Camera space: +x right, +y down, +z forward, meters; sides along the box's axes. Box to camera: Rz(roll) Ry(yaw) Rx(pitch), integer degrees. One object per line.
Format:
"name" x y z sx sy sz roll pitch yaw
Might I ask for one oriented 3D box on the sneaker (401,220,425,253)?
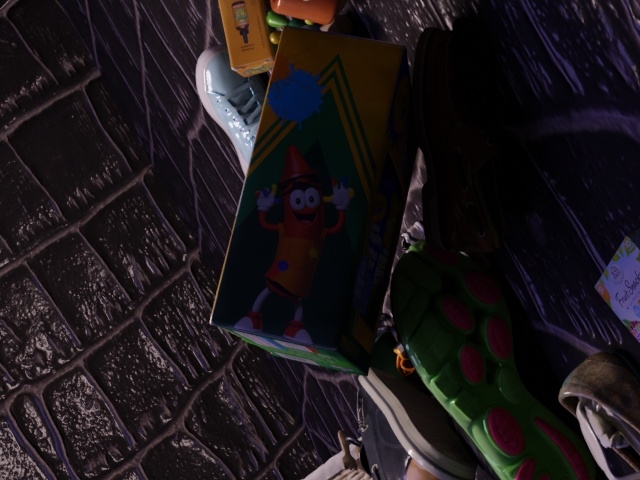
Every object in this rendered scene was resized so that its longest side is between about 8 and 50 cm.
"sneaker" 0.158 0.011 1.843 0.040 0.044 0.109 48 161 35

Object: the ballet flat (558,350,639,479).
"ballet flat" 0.428 0.292 1.341 0.348 0.123 0.123 52 162 29

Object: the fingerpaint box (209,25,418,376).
"fingerpaint box" 0.017 -0.025 1.438 0.445 0.163 0.371 59 -137 -77

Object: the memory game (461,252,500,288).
"memory game" 0.233 0.043 1.717 0.186 0.012 0.186 53 163 24

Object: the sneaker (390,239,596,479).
"sneaker" 0.239 0.225 1.681 0.482 0.185 0.202 61 163 -6

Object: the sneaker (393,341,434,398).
"sneaker" 0.188 0.242 2.080 0.084 0.083 0.215 45 160 41

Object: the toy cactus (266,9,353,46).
"toy cactus" 0.006 -0.300 1.728 0.219 0.112 0.180 62 146 7

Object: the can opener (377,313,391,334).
"can opener" 0.102 0.184 2.302 0.186 0.073 0.059 -8 103 64

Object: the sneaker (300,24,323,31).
"sneaker" -0.017 -0.212 1.665 0.090 0.081 0.232 51 142 45

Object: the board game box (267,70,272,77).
"board game box" -0.043 -0.299 1.931 0.141 0.048 0.170 64 164 -19

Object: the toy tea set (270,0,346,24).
"toy tea set" 0.022 -0.410 1.482 0.336 0.124 0.200 -163 76 -73

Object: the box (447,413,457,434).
"box" 0.262 0.357 2.037 0.052 0.083 0.062 63 164 -13

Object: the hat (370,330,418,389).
"hat" 0.205 0.296 2.185 0.184 0.173 0.208 10 144 26

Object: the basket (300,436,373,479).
"basket" 0.116 0.629 2.553 0.266 0.331 0.328 51 162 16

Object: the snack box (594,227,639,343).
"snack box" 0.376 0.056 1.236 0.100 0.037 0.141 56 164 22

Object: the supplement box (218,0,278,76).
"supplement box" -0.127 -0.399 1.815 0.080 0.078 0.233 21 -122 -79

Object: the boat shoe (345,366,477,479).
"boat shoe" 0.141 0.353 1.895 0.187 0.156 0.500 28 -173 -12

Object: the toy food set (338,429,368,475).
"toy food set" 0.123 0.411 1.996 0.132 0.192 0.038 -104 27 -62

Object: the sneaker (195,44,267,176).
"sneaker" -0.120 -0.232 2.179 0.150 0.135 0.366 26 151 52

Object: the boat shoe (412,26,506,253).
"boat shoe" 0.191 -0.130 1.411 0.104 0.111 0.307 5 118 28
